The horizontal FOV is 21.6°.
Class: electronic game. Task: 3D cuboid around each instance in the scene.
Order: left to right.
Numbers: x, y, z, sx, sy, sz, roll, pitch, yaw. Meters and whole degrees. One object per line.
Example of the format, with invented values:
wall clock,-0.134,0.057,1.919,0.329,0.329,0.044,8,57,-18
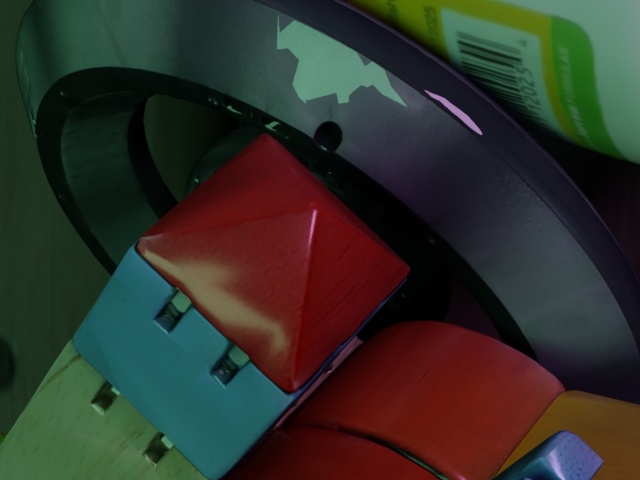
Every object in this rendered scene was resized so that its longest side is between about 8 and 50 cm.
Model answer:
electronic game,0.000,0.000,0.523,0.229,0.048,0.229,28,153,16

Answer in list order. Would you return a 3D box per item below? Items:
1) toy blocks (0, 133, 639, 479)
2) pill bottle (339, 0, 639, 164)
toy blocks,0.046,0.127,0.454,0.381,0.191,0.261,44,142,3
pill bottle,0.020,-0.117,0.493,0.245,0.136,0.136,21,112,30
